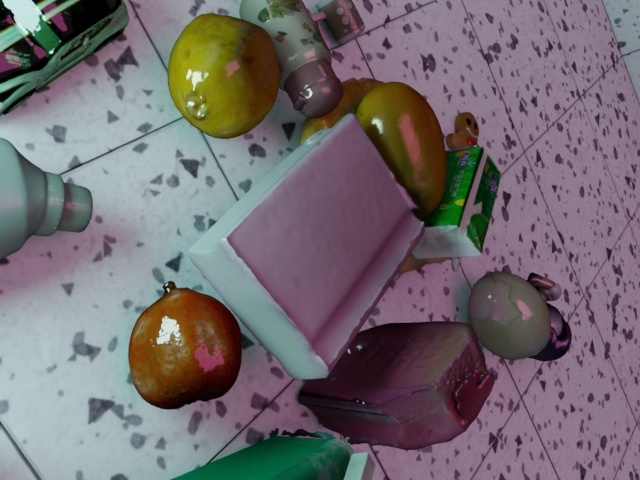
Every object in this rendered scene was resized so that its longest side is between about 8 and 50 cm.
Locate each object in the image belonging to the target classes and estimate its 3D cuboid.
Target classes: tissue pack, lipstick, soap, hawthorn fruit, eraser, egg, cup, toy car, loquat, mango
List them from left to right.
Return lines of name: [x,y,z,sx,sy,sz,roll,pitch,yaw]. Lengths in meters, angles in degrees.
toy car: [-0.387,-0.299,0.839,0.136,0.125,0.306,53,50,-21]
hawthorn fruit: [-0.201,0.148,0.895,0.169,0.169,0.188,-13,80,-43]
loquat: [-0.157,-0.272,1.008,0.187,0.176,0.234,89,17,-46]
eraser: [0.000,0.000,0.990,0.272,0.122,0.359,52,50,-17]
cup: [0.037,-0.467,1.286,0.102,0.074,0.099,-48,113,-37]
lipstick: [0.047,0.363,0.865,0.030,0.030,0.129,60,30,-22]
soap: [0.135,0.248,1.060,0.220,0.324,0.127,-50,118,-34]
mango: [0.160,-0.173,1.148,0.175,0.139,0.255,-32,105,-37]
tissue pack: [0.274,-0.059,1.238,0.156,0.148,0.209,46,53,-33]
egg: [0.441,0.169,1.445,0.183,0.183,0.217,-38,106,-40]

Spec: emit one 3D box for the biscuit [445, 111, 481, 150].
biscuit: [0.383,-0.223,1.574,0.158,0.035,0.240,17,71,-41]

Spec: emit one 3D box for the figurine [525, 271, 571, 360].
figurine: [0.583,0.210,1.599,0.145,0.145,0.222,34,59,-32]

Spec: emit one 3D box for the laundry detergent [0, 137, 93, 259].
laundry detergent: [-0.475,-0.048,0.714,0.397,0.124,0.264,10,74,-42]

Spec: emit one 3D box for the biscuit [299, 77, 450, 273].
biscuit: [0.112,-0.114,1.263,0.429,0.104,0.446,-20,98,-43]

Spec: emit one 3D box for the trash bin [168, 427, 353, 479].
trash bin: [-0.109,0.424,0.842,0.381,0.295,0.259,-14,92,-48]

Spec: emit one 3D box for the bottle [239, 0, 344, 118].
bottle: [-0.046,-0.340,1.110,0.120,0.120,0.253,-16,74,-42]
